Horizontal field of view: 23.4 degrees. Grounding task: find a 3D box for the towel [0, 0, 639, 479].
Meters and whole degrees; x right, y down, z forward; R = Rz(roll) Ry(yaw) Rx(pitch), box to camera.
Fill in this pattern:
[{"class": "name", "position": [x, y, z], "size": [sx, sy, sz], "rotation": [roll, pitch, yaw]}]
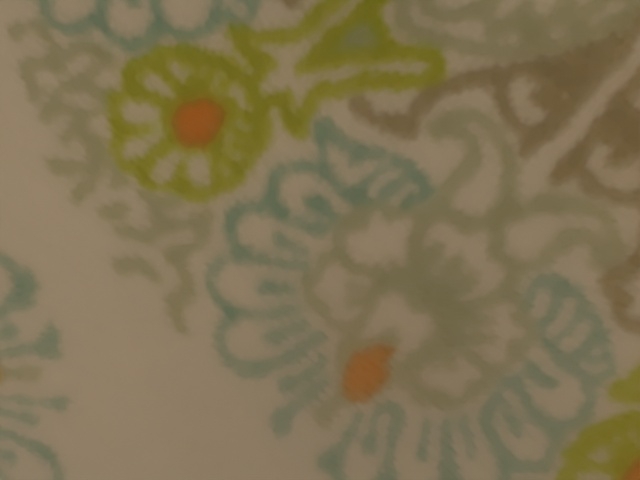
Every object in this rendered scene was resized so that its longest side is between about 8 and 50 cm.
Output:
[{"class": "towel", "position": [0.000, 0.000, 0.438], "size": [0.320, 0.090, 0.374], "rotation": [38, -67, 1]}]
